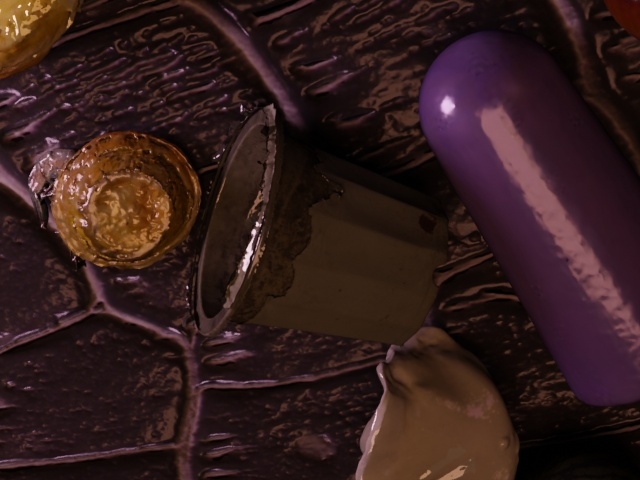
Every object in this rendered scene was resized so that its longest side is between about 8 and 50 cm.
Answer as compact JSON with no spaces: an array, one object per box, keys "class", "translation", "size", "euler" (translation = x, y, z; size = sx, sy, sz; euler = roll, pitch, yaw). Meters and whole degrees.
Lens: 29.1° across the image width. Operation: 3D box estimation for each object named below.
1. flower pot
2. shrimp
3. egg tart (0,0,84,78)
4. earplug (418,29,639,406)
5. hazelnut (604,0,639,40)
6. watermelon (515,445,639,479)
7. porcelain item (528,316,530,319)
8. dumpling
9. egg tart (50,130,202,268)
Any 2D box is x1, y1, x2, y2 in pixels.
[{"class":"flower pot","translation":[0.000,0.000,1.456],"size":[0.259,0.290,0.290],"euler":[15,118,-16]},{"class":"shrimp","translation":[-0.327,-0.041,1.580],"size":[0.091,0.034,0.161],"euler":[3,111,14]},{"class":"egg tart","translation":[-0.402,-0.333,1.384],"size":[0.314,0.120,0.315],"euler":[2,121,4]},{"class":"earplug","translation":[0.277,-0.041,1.434],"size":[0.215,0.215,0.456],"euler":[-30,106,18]},{"class":"hazelnut","translation":[0.395,-0.277,1.296],"size":[0.210,0.186,0.210],"euler":[7,110,21]},{"class":"watermelon","translation":[0.343,0.372,1.625],"size":[0.212,0.212,0.212],"euler":[2,117,4]},{"class":"porcelain item","translation":[0.264,0.079,1.557],"size":[0.021,0.075,0.136],"euler":[-24,113,17]},{"class":"dumpling","translation":[0.142,0.283,1.587],"size":[0.187,0.243,0.318],"euler":[6,109,36]},{"class":"egg tart","translation":[-0.239,-0.044,1.526],"size":[0.191,0.074,0.191],"euler":[-3,110,-8]}]
